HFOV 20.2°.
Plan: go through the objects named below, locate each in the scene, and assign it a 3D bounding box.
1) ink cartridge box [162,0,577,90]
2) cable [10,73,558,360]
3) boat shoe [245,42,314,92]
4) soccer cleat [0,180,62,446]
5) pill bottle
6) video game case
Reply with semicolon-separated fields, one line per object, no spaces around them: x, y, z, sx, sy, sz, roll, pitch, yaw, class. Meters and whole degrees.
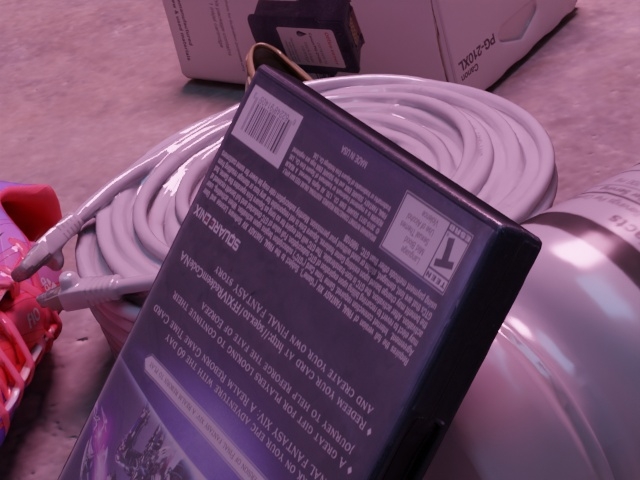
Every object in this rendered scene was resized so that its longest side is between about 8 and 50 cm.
0.033;-0.180;1.248;0.237;0.100;0.172;10;38;36;ink cartridge box
0.000;0.000;0.965;0.257;0.089;0.257;6;34;29;cable
-0.013;-0.081;1.149;0.056;0.048;0.153;-19;30;-9;boat shoe
-0.187;0.048;0.947;0.116;0.109;0.318;-12;27;-6;soccer cleat
0.158;0.045;0.748;0.283;0.161;0.161;-27;32;-21;pill bottle
-0.035;0.083;0.706;0.026;0.274;0.196;20;11;-34;video game case
